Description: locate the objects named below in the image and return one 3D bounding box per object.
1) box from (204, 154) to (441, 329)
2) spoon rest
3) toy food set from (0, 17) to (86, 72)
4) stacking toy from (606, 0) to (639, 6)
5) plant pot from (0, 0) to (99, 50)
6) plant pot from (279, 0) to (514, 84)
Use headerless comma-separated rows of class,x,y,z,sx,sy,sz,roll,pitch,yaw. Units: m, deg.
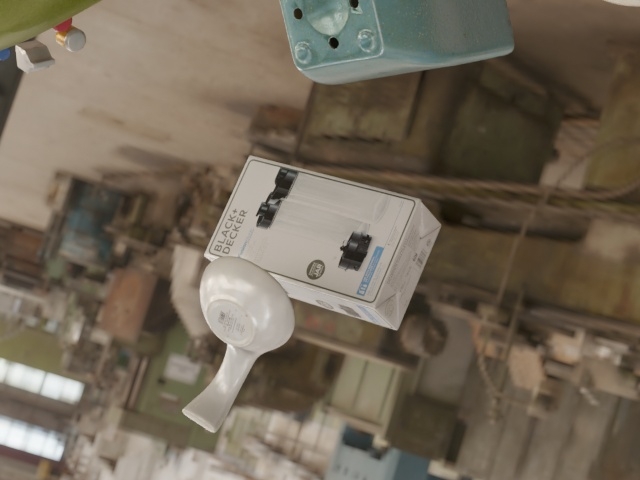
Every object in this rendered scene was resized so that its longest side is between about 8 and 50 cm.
box,0.000,0.000,1.791,0.290,0.169,0.087,17,166,32
spoon rest,-0.111,0.128,1.673,0.137,0.276,0.084,32,-139,12
toy food set,-0.468,-0.313,2.062,0.232,0.111,0.104,-19,-145,-34
stacking toy,0.365,-0.561,1.697,0.350,0.350,0.480,23,-155,-41
plant pot,-0.318,-0.254,1.047,0.275,0.293,0.275,11,127,15
plant pot,0.076,-0.333,1.736,0.248,0.247,0.252,-4,-166,37
